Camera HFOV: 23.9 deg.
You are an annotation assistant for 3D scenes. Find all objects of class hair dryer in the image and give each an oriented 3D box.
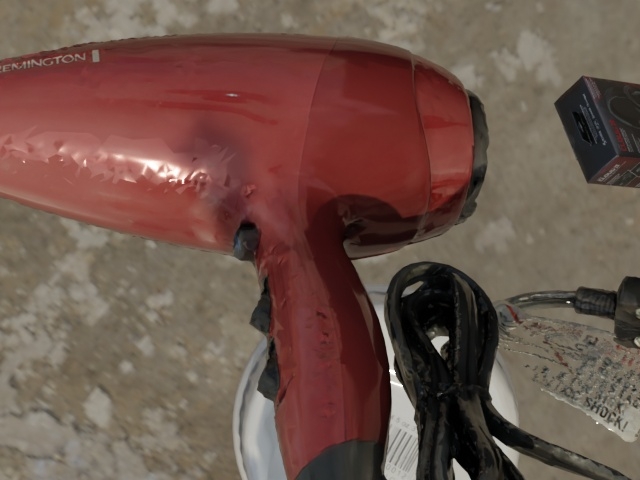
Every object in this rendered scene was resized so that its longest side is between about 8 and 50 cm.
[{"bbox_3d":[0.000,0.000,0.466,0.293,0.223,0.080,23,119,20],"label":"hair dryer"}]

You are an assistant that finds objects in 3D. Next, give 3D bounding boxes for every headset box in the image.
[{"bbox_3d":[0.187,-0.066,0.937,0.032,0.083,0.062,-46,50,42],"label":"headset box"}]

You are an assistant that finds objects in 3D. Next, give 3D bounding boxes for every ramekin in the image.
[{"bbox_3d":[0.054,0.179,1.391,0.277,0.135,0.277,0,90,0],"label":"ramekin"}]
